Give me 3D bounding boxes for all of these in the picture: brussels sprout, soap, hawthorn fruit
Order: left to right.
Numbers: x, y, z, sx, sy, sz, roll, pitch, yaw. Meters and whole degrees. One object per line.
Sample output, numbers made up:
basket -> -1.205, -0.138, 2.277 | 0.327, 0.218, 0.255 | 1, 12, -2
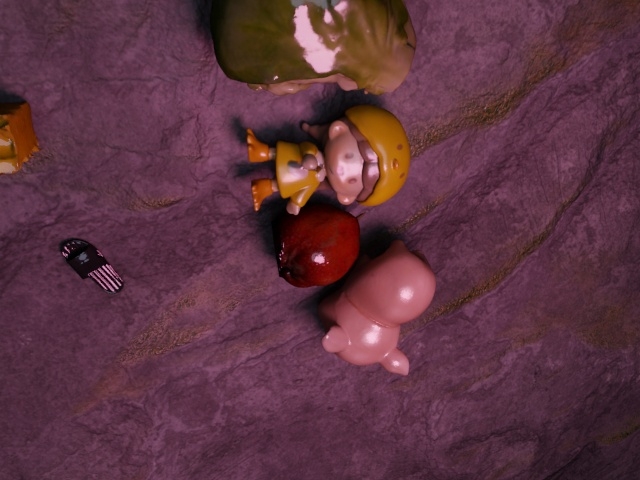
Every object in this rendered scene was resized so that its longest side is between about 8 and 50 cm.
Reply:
soap -> -0.662, -0.167, 0.923 | 0.324, 0.204, 0.096 | -7, 113, -15
brussels sprout -> -0.004, -0.400, 0.979 | 0.371, 0.276, 0.314 | 5, 117, -20
hawthorn fruit -> 0.000, 0.000, 1.244 | 0.251, 0.189, 0.189 | -28, 122, -26

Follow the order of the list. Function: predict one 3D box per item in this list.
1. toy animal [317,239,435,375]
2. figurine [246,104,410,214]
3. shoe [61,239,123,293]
toy animal -> 0.136, 0.158, 1.315 | 0.237, 0.269, 0.326 | 25, 145, -19
figurine -> 0.020, -0.169, 1.155 | 0.344, 0.187, 0.215 | -6, 122, -10
shoe -> -0.484, 0.064, 1.178 | 0.062, 0.053, 0.159 | -33, 123, 4
